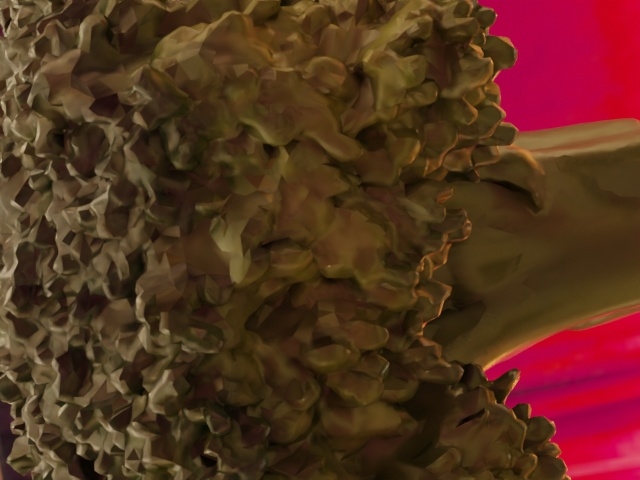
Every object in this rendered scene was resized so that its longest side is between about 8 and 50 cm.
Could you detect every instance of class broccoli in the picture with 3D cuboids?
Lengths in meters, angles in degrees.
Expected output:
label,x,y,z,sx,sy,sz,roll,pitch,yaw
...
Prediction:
label,x,y,z,sx,sy,sz,roll,pitch,yaw
broccoli,-0.014,0.003,0.655,0.235,0.259,0.288,-19,-80,-68
